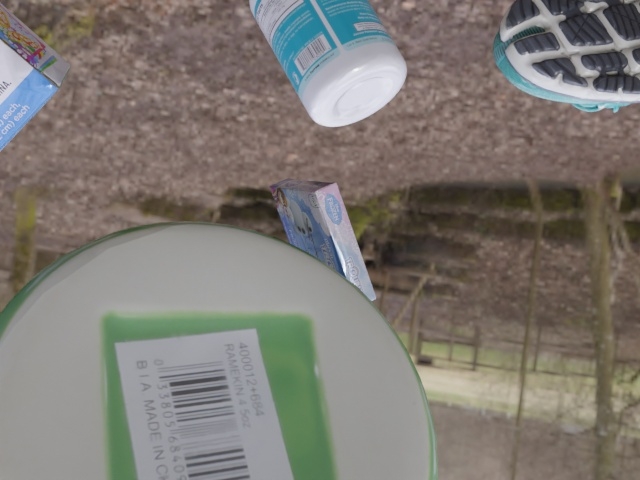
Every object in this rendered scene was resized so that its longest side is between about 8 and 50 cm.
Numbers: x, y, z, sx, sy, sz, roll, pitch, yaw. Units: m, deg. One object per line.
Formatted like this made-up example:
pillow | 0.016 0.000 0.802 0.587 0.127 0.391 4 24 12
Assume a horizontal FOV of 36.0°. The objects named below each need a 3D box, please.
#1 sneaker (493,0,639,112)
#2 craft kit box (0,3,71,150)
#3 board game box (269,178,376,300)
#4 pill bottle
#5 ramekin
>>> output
sneaker | 0.224 -0.131 0.734 0.275 0.107 0.110 -11 159 -40
craft kit box | -0.318 -0.090 0.554 0.247 0.250 0.061 42 -165 -23
board game box | 0.000 0.000 0.726 0.020 0.090 0.090 -25 -166 -21
pill bottle | -0.003 -0.296 1.336 0.146 0.264 0.146 -24 161 -9
ramekin | -0.077 0.135 0.601 0.303 0.303 0.148 11 145 -14
